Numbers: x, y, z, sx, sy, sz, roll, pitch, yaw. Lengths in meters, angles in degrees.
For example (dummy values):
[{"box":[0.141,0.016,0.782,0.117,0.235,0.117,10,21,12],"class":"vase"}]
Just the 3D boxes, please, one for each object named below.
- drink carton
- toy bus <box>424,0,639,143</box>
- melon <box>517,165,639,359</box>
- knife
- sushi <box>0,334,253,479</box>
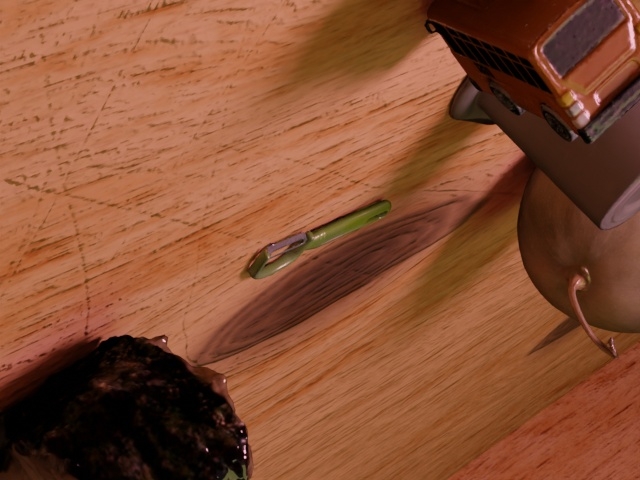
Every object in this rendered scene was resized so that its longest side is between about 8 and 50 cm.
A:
[{"box":[0.251,-0.118,1.734,0.185,0.190,0.191,-42,165,16],"class":"drink carton"},{"box":[0.167,-0.157,1.404,0.098,0.114,0.201,-43,-154,-5],"class":"toy bus"},{"box":[0.361,-0.027,2.123,0.308,0.272,0.272,-15,148,-49],"class":"melon"},{"box":[0.001,0.001,1.719,0.212,0.015,0.054,-25,157,-50],"class":"knife"},{"box":[-0.163,0.208,1.510,0.171,0.211,0.350,-41,171,-27],"class":"sushi"}]
